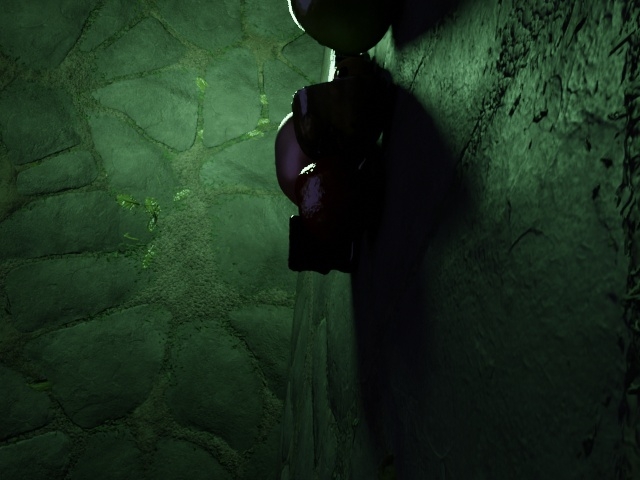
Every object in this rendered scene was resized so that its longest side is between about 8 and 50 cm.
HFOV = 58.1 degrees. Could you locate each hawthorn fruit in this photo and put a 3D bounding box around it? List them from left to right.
[{"bbox_3d":[0.049,-0.118,1.424,0.266,0.210,0.230,124,155,-54],"label":"hawthorn fruit"}]

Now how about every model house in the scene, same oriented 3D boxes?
[{"bbox_3d":[0.000,0.000,1.702,0.254,0.195,0.160,-117,27,-82],"label":"model house"}]

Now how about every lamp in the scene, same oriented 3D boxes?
[{"bbox_3d":[0.097,-0.473,1.703,0.136,0.136,0.137,-172,90,-84],"label":"lamp"}]

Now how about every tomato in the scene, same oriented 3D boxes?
[{"bbox_3d":[-0.011,-0.234,1.759,0.341,0.272,0.342,-172,90,-84],"label":"tomato"}]

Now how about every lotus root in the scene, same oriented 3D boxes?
[{"bbox_3d":[0.052,-0.305,1.482,0.272,0.271,0.192,140,126,-81],"label":"lotus root"}]

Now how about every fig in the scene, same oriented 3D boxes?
[{"bbox_3d":[0.079,-0.665,1.532,0.316,0.315,0.317,-172,90,-84],"label":"fig"}]

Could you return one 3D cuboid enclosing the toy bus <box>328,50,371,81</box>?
[{"bbox_3d":[0.091,-0.552,1.898,0.256,0.128,0.147,-92,9,-68],"label":"toy bus"}]
